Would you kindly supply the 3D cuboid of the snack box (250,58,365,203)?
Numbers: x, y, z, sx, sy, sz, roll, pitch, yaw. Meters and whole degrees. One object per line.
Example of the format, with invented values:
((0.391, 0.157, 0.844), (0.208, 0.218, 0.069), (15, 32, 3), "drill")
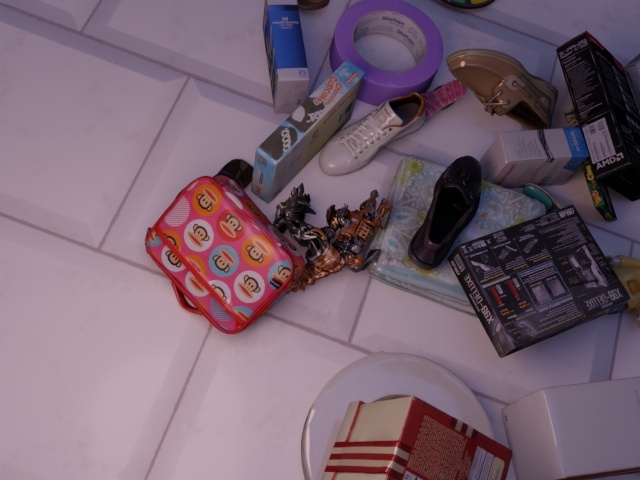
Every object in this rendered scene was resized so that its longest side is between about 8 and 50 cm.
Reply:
((-0.029, -0.244, 1.669), (0.060, 0.187, 0.322), (38, 66, 8), "snack box")

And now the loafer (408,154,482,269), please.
((0.286, -0.073, 1.602), (0.109, 0.095, 0.303), (28, 63, 4), "loafer")

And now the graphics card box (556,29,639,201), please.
((0.704, -0.297, 1.803), (0.232, 0.094, 0.371), (16, 56, -46), "graphics card box")

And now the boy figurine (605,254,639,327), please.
((0.716, 0.111, 1.687), (0.285, 0.092, 0.177), (-7, 65, -9), "boy figurine")

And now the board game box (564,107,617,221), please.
((0.652, -0.181, 1.792), (0.030, 0.136, 0.260), (-23, 63, 29), "board game box")

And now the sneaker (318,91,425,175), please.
((0.118, -0.260, 1.726), (0.290, 0.123, 0.106), (-34, 74, -9), "sneaker")

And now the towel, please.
((0.310, -0.007, 1.674), (0.374, 0.090, 0.321), (20, 65, 0), "towel")

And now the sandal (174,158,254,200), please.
((-0.234, -0.107, 1.651), (0.090, 0.060, 0.219), (42, 52, 3), "sandal")

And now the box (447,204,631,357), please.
((0.461, 0.080, 1.570), (0.307, 0.076, 0.242), (-19, 69, -18), "box")

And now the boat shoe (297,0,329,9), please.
((-0.086, -0.731, 1.916), (0.123, 0.116, 0.324), (-32, 75, -20), "boat shoe")

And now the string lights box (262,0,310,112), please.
((-0.084, -0.452, 1.783), (0.076, 0.133, 0.260), (-5, 67, -10), "string lights box")

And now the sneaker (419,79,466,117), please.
((0.278, -0.342, 1.837), (0.170, 0.075, 0.063), (-26, 90, 4), "sneaker")

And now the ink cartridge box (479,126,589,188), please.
((0.499, -0.193, 1.753), (0.203, 0.148, 0.086), (-4, 68, -11), "ink cartridge box")

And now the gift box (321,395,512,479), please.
((0.157, 0.440, 1.287), (0.276, 0.258, 0.255), (36, 62, -14), "gift box")

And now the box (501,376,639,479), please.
((0.572, 0.377, 1.474), (0.345, 0.215, 0.168), (-4, 67, -10), "box")

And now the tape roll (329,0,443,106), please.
((0.163, -0.472, 1.857), (0.274, 0.090, 0.275), (3, 66, -7), "tape roll")

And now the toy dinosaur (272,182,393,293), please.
((0.000, 0.000, 1.582), (0.322, 0.164, 0.218), (-39, 82, -23), "toy dinosaur")

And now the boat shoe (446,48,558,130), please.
((0.444, -0.359, 1.789), (0.341, 0.121, 0.110), (16, 74, -28), "boat shoe")

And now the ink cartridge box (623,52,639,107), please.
((0.906, -0.411, 1.947), (0.223, 0.045, 0.224), (-38, 109, -25), "ink cartridge box")

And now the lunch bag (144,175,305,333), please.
((-0.207, 0.038, 1.515), (0.293, 0.120, 0.258), (46, 104, 7), "lunch bag")

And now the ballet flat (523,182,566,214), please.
((0.553, -0.078, 1.773), (0.168, 0.057, 0.052), (43, 39, 7), "ballet flat")

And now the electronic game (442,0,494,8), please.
((0.387, -0.725, 2.029), (0.229, 0.048, 0.229), (3, 66, -8), "electronic game")

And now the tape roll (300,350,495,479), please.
((0.155, 0.414, 1.471), (0.392, 0.072, 0.392), (3, 66, -8), "tape roll")
